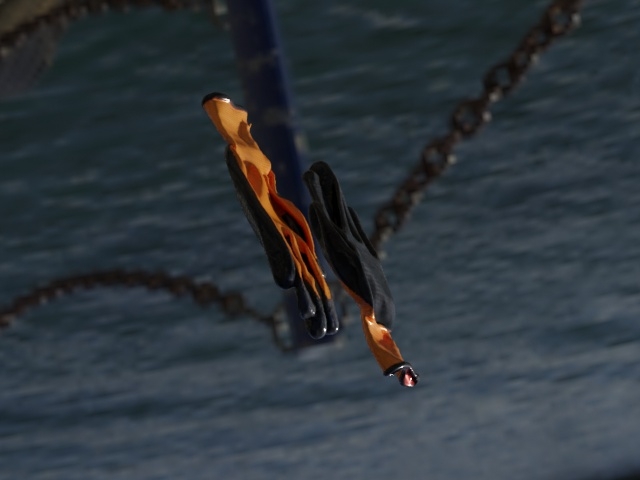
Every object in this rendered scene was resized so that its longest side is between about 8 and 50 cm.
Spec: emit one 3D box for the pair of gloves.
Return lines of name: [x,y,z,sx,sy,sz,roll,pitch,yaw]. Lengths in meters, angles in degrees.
pair of gloves: [0.000,0.000,0.501,0.010,0.074,0.083,-31,151,15]
